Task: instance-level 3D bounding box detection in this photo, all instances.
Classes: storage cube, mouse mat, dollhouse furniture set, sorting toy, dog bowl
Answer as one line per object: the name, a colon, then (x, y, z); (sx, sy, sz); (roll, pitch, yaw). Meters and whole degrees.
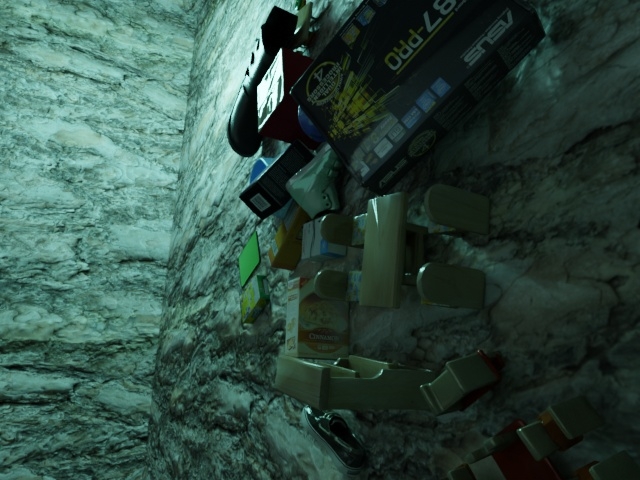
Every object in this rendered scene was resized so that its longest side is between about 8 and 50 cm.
storage cube: (-0.063, -0.409, 1.434); (0.183, 0.193, 0.215); (-39, 47, 51)
mouse mat: (-0.273, 0.070, 1.851); (0.190, 0.007, 0.153); (-53, 38, 42)
dollhouse furniture set: (0.271, 0.291, 0.694); (0.262, 0.135, 0.259); (-57, 47, 36)
sorting toy: (-0.057, -0.721, 1.682); (0.132, 0.046, 0.275); (0, 81, 61)
dog bowl: (-0.174, -0.192, 1.688); (0.297, 0.074, 0.166); (51, 125, 54)
dollhouse furniture set: (0.084, 0.101, 0.924); (0.362, 0.256, 0.394); (-9, 73, 60)

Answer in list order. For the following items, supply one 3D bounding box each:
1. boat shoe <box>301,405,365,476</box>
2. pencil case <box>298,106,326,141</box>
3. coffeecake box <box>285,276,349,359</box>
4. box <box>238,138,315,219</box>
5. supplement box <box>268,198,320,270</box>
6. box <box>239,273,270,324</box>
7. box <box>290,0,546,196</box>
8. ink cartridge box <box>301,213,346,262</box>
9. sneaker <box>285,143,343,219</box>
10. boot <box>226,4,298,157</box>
boat shoe: (0.031, 0.431, 1.106); (0.219, 0.077, 0.070); (32, 109, 52)
pencil case: (0.091, -0.310, 1.126); (0.306, 0.133, 0.119); (-7, 56, 42)
coffeecake box: (-0.006, 0.192, 1.177); (0.068, 0.142, 0.186); (-25, 59, 56)
box: (-0.121, -0.181, 1.453); (0.207, 0.108, 0.153); (-53, 15, -30)
supplement box: (-0.078, -0.022, 1.451); (0.233, 0.078, 0.080); (-60, 30, 30)
box: (-0.235, 0.213, 1.697); (0.179, 0.043, 0.105); (-52, 39, 37)
box: (0.154, -0.329, 0.925); (0.395, 0.097, 0.318); (-45, 58, 20)
ink cartridge box: (0.000, 0.000, 1.317); (0.180, 0.060, 0.104); (-19, 65, 58)
sneaker: (0.039, -0.167, 1.304); (0.256, 0.094, 0.151); (-41, 79, 24)
boot: (-0.212, -0.554, 1.762); (0.445, 0.146, 0.367); (148, 128, -61)
